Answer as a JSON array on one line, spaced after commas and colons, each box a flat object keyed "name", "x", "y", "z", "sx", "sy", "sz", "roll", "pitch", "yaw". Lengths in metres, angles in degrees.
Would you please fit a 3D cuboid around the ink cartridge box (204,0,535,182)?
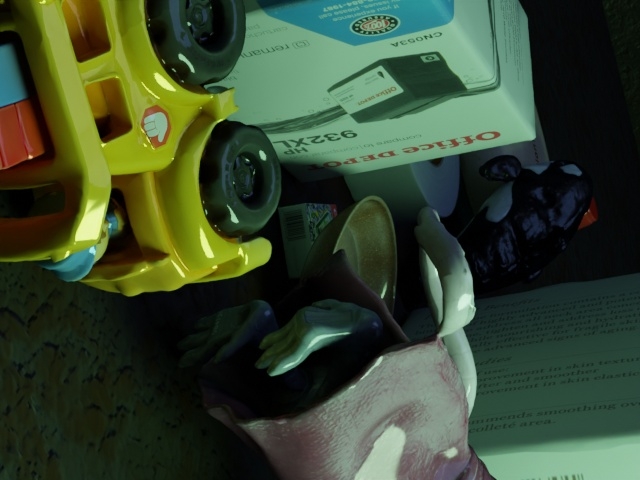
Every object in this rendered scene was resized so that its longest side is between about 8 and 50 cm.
[{"name": "ink cartridge box", "x": 0.022, "y": -0.167, "z": 1.113, "sx": 0.307, "sy": 0.223, "sz": 0.129, "roll": 38, "pitch": 46, "yaw": -61}]

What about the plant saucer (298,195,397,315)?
[{"name": "plant saucer", "x": 0.018, "y": 0.058, "z": 1.206, "sx": 0.198, "sy": 0.036, "sz": 0.198, "roll": 9, "pitch": 90, "yaw": -69}]

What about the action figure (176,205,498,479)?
[{"name": "action figure", "x": 0.077, "y": 0.170, "z": 0.993, "sx": 0.370, "sy": 0.276, "sz": 0.248, "roll": 48, "pitch": 12, "yaw": -17}]

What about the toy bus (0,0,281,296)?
[{"name": "toy bus", "x": -0.141, "y": -0.054, "z": 0.765, "sx": 0.211, "sy": 0.149, "sz": 0.220, "roll": -37, "pitch": 119, "yaw": -53}]

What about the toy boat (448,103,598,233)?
[{"name": "toy boat", "x": 0.224, "y": -0.061, "z": 1.759, "sx": 0.318, "sy": 0.148, "sz": 0.267, "roll": 32, "pitch": 46, "yaw": -54}]

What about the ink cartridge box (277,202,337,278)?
[{"name": "ink cartridge box", "x": 0.000, "y": 0.000, "z": 1.252, "sx": 0.115, "sy": 0.029, "sz": 0.063, "roll": -2, "pitch": 82, "yaw": -69}]

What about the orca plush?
[{"name": "orca plush", "x": 0.214, "y": -0.013, "z": 1.532, "sx": 0.287, "sy": 0.102, "sz": 0.151, "roll": -14, "pitch": 103, "yaw": -38}]

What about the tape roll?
[{"name": "tape roll", "x": 0.077, "y": -0.125, "z": 1.460, "sx": 0.219, "sy": 0.072, "sz": 0.219, "roll": -11, "pitch": 90, "yaw": -69}]

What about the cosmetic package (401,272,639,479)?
[{"name": "cosmetic package", "x": 0.229, "y": 0.251, "z": 1.310, "sx": 0.394, "sy": 0.329, "sz": 0.327, "roll": -47, "pitch": 123, "yaw": -64}]
